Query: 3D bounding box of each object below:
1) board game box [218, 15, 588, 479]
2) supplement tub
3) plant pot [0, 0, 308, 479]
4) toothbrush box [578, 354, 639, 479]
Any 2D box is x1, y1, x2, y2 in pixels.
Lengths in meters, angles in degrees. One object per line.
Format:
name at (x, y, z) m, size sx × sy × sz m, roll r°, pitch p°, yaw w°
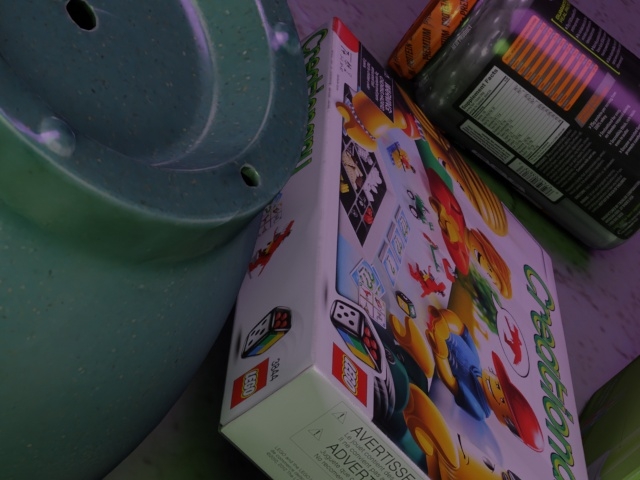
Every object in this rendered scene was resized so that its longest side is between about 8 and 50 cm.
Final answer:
board game box at (0.045, 0.039, 0.719) m, size 0.193 × 0.053 × 0.305 m, roll 46°, pitch 23°, yaw -23°
supplement tub at (0.144, -0.092, 1.006) m, size 0.190 × 0.117 × 0.117 m, roll 38°, pitch 34°, yaw -5°
plant pot at (-0.130, -0.044, 0.553) m, size 0.293 × 0.196 × 0.293 m, roll 31°, pitch 43°, yaw -34°
toothbrush box at (0.237, 0.083, 0.753) m, size 0.122 × 0.283 × 0.206 m, roll 43°, pitch 33°, yaw 2°
